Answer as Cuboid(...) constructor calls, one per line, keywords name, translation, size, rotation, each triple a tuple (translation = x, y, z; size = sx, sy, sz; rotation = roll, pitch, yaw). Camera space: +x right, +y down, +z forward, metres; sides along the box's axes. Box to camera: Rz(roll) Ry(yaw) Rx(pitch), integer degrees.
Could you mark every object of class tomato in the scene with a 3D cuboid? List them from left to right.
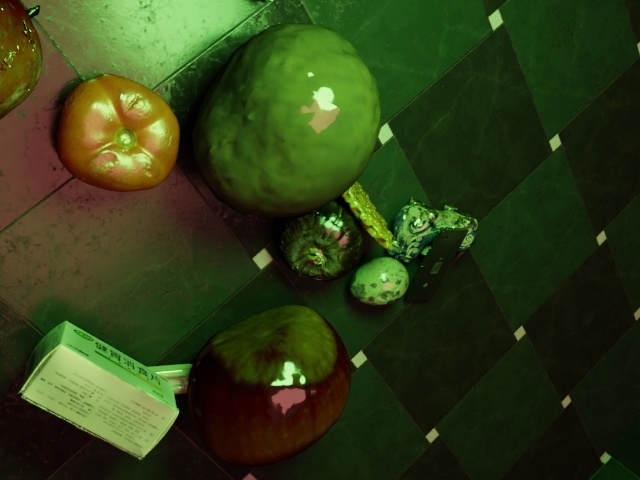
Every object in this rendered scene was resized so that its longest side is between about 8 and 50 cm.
Cuboid(name="tomato", translation=(-0.431, -0.228, 1.261), size=(0.259, 0.180, 0.260), rotation=(-9, 109, -29))

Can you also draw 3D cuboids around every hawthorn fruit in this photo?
Cuboid(name="hawthorn fruit", translation=(-0.659, -0.355, 1.040), size=(0.315, 0.316, 0.316), rotation=(-9, 109, -26))

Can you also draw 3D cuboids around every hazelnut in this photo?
Cuboid(name="hazelnut", translation=(-0.113, 0.375, 1.501), size=(0.429, 0.402, 0.402), rotation=(-23, 116, -35))

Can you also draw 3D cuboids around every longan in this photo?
Cuboid(name="longan", translation=(-0.067, -0.261, 1.321), size=(0.404, 0.404, 0.436), rotation=(26, 123, -32))

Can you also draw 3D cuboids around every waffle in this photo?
Cuboid(name="waffle", translation=(0.118, -0.086, 1.572), size=(0.052, 0.254, 0.245), rotation=(-34, 108, 11))

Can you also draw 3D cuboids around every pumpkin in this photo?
Cuboid(name="pumpkin", translation=(0.001, 0.002, 1.552), size=(0.237, 0.159, 0.238), rotation=(0, 125, 0))

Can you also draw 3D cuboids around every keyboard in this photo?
Cuboid(name="keyboard", translation=(0.342, 0.075, 1.776), size=(0.106, 0.027, 0.317), rotation=(-2, 137, -22))

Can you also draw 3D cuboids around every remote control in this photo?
Cuboid(name="remote control", translation=(-0.419, 0.369, 1.532), size=(0.221, 0.042, 0.078), rotation=(1, 106, -28))

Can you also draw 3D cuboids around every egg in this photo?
Cuboid(name="egg", translation=(0.171, 0.121, 1.723), size=(0.181, 0.141, 0.141), rotation=(-16, 113, -12))

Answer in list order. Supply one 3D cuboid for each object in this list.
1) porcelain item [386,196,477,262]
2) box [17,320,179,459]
Cuboid(name="porcelain item", translation=(0.342, -0.015, 1.782), size=(0.288, 0.138, 0.186), rotation=(7, 112, -29))
Cuboid(name="box", translation=(-0.511, 0.344, 1.368), size=(0.333, 0.173, 0.145), rotation=(38, 86, -22))
